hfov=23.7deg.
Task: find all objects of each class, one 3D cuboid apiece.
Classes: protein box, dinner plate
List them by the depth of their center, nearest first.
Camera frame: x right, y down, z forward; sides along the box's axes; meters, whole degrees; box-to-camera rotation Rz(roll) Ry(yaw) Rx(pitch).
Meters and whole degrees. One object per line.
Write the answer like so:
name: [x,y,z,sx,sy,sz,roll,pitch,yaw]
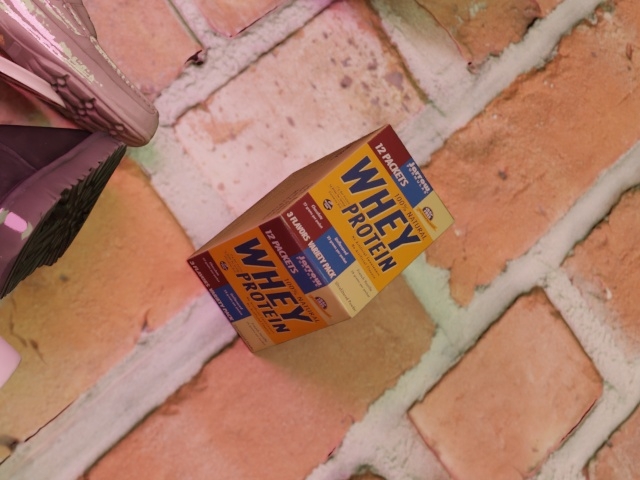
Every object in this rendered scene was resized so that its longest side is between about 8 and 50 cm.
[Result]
dinner plate: [-0.323,-0.175,1.576,0.141,0.141,0.017,28,86,-25]
protein box: [0.000,0.000,1.705,0.200,0.201,0.136,-41,100,-36]

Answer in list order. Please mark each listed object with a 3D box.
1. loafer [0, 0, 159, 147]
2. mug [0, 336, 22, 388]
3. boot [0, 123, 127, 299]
loafer: [-0.287,-0.229,1.632,0.319,0.112,0.111,44,65,-16]
mug: [-0.460,0.075,1.349,0.328,0.276,0.374,43,26,-8]
boot: [-0.428,-0.140,1.473,0.445,0.367,0.146,31,100,0]
